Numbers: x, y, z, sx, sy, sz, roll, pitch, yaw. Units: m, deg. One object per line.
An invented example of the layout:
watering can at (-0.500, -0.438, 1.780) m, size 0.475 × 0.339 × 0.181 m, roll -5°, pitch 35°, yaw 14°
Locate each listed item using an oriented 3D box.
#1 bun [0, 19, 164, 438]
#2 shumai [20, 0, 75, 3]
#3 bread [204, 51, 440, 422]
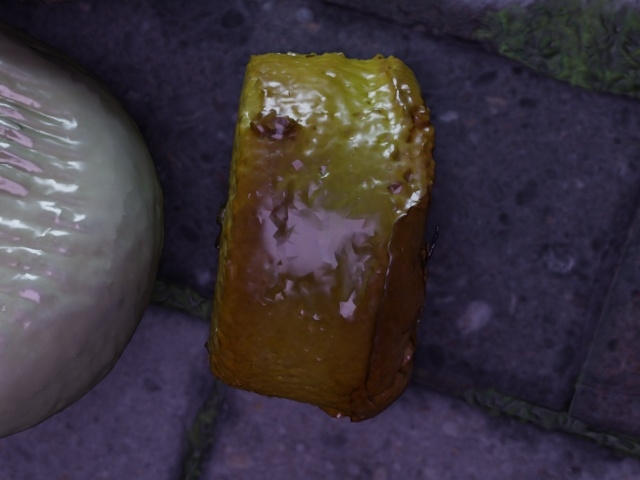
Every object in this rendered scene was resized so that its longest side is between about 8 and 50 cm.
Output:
bun at (-0.287, -0.003, 1.140) m, size 0.361 × 0.213 × 0.361 m, roll 0°, pitch 67°, yaw 1°
shumai at (-0.197, -0.269, 1.157) m, size 0.218 × 0.184 × 0.185 m, roll -6°, pitch 55°, yaw 24°
bread at (0.003, -0.004, 1.152) m, size 0.160 × 0.147 × 0.260 m, roll 11°, pitch 96°, yaw 0°
